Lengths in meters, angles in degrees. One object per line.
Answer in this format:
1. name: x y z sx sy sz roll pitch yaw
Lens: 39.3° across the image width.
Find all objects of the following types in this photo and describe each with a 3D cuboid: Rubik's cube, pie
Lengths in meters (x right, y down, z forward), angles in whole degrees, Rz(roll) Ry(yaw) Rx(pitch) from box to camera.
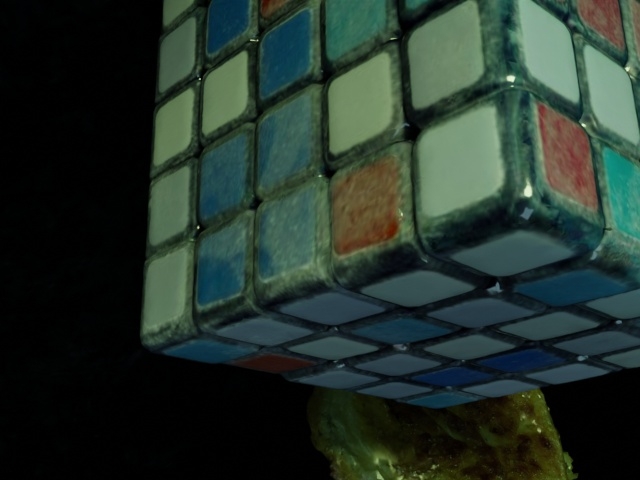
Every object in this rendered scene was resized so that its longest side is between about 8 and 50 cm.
1. Rubik's cube: 0.084 -0.066 0.577 0.292 0.286 0.293 18 152 -38
2. pie: 0.148 0.203 1.002 0.355 0.288 0.103 9 137 -31
